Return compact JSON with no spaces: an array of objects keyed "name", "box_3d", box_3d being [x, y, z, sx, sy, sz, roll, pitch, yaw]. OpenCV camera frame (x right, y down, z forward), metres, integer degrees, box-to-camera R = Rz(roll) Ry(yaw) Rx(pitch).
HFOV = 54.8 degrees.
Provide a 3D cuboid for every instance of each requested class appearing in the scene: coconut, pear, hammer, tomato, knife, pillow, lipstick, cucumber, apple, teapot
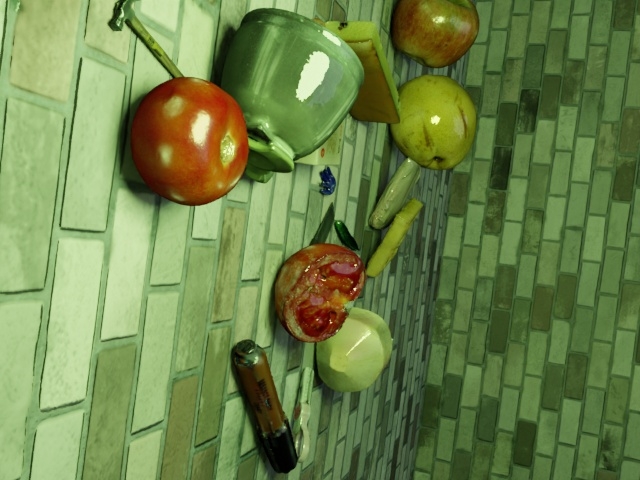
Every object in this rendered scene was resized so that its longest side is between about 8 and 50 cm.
[{"name":"coconut","box_3d":[0.091,0.306,1.707,0.237,0.197,0.237,11,90,-73]},{"name":"pear","box_3d":[0.373,-0.395,2.068,0.314,0.314,0.315,8,90,-69]},{"name":"hammer","box_3d":[-0.241,-0.283,0.897,0.182,0.017,0.062,49,52,-65]},{"name":"tomato","box_3d":[-0.019,0.104,1.404,0.200,0.139,0.233,33,90,-43]},{"name":"knife","box_3d":[0.000,0.000,1.612,0.245,0.019,0.072,-64,153,-44]},{"name":"pillow","box_3d":[0.248,-0.150,2.025,0.270,0.067,0.173,-60,160,17]},{"name":"lipstick","box_3d":[-0.118,0.372,1.355,0.077,0.077,0.419,-60,149,-44]},{"name":"cucumber","box_3d":[0.075,-0.010,1.782,0.036,0.033,0.184,-51,152,-9]},{"name":"apple","box_3d":[0.355,-0.673,1.964,0.309,0.277,0.250,-29,161,-51]},{"name":"tomato","box_3d":[-0.191,-0.143,0.904,0.195,0.136,0.195,9,90,-72]},{"name":"teapot","box_3d":[-0.093,-0.240,1.104,0.239,0.321,0.240,31,78,-26]}]

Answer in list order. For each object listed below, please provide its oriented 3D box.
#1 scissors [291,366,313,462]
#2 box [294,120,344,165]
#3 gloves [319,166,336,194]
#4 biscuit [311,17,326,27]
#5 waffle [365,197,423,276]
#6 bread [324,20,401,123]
[{"name":"scissors","box_3d":[-0.048,0.443,1.575,0.118,0.030,0.242,-41,-144,54]},{"name":"box","box_3d":[0.004,-0.267,1.355,0.141,0.058,0.201,-19,117,-65]},{"name":"gloves","box_3d":[0.017,-0.149,1.591,0.086,0.026,0.064,69,37,-51]},{"name":"biscuit","box_3d":[-0.022,-0.317,1.402,0.324,0.049,0.205,75,32,-43]},{"name":"waffle","box_3d":[0.247,-0.009,2.058,0.248,0.055,0.221,-63,170,28]},{"name":"bread","box_3d":[0.112,-0.422,1.590,0.361,0.138,0.077,50,48,-63]}]
